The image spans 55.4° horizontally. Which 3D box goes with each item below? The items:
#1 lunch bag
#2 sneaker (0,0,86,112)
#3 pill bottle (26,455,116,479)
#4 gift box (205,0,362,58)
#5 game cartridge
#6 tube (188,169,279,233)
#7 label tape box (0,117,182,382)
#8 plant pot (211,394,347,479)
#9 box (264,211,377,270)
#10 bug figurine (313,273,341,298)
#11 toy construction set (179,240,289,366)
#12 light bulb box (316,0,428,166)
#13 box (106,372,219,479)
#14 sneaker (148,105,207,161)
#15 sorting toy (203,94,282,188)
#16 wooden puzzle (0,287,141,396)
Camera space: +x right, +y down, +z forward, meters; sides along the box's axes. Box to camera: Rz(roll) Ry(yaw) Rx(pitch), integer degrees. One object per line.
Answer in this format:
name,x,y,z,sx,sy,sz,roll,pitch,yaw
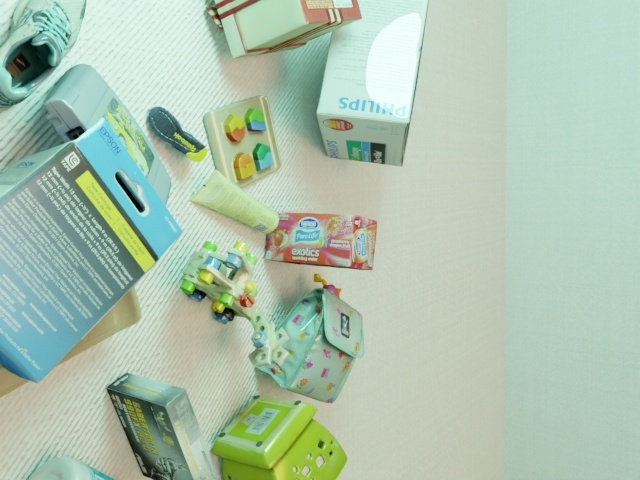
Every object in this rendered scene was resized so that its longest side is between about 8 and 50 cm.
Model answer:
lunch bag,-0.003,0.266,1.580,0.223,0.160,0.262,37,82,-49
sneaker,-0.454,-0.322,1.004,0.110,0.122,0.283,48,56,-44
pill bottle,-0.408,0.509,1.108,0.264,0.146,0.146,54,52,-40
gift box,-0.092,-0.572,1.359,0.255,0.258,0.276,-22,100,-50
game cartridge,-0.370,-0.166,1.106,0.196,0.060,0.294,-104,167,-55
tube,-0.191,-0.085,1.421,0.240,0.062,0.070,29,69,-50
label tape box,-0.418,0.006,0.962,0.347,0.115,0.249,-54,130,-34
plant pot,-0.106,0.506,1.454,0.228,0.227,0.207,-41,118,-43
box,0.000,0.000,1.520,0.123,0.257,0.128,12,83,-56
bug figurine,0.034,0.083,1.689,0.216,0.072,0.279,17,79,-78
toy construction set,-0.179,0.128,1.327,0.151,0.215,0.327,-54,132,-35
light bulb box,0.140,-0.422,1.591,0.358,0.225,0.361,61,38,-79
box,-0.309,0.384,1.200,0.056,0.183,0.231,-37,122,-45
sneaker,-0.303,-0.221,1.277,0.053,0.059,0.144,-45,116,-2
sorting toy,-0.174,-0.233,1.453,0.208,0.038,0.193,-33,118,-47
wooden puzzle,-0.499,0.064,1.019,0.348,0.080,0.322,-28,114,-44
